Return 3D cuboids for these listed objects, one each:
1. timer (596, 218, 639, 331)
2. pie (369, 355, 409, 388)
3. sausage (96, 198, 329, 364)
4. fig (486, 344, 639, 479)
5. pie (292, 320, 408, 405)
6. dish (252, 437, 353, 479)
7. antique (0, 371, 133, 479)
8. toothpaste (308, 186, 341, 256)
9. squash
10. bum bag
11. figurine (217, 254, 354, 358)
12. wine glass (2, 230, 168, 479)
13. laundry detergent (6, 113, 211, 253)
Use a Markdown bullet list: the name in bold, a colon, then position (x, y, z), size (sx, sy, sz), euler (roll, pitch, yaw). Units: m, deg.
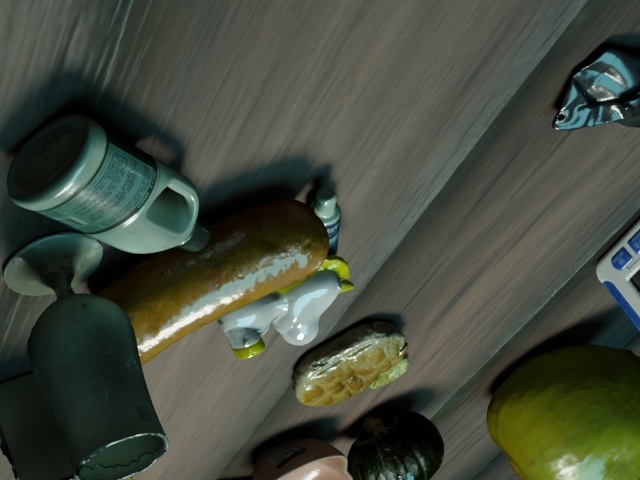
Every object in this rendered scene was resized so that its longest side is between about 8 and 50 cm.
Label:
- **timer**: position (0.589, 0.033, 1.514), size (0.078, 0.178, 0.253), euler (-10, 147, -39)
- **pie**: position (0.113, 0.223, 1.562), size (0.084, 0.021, 0.084), euler (-23, 148, -16)
- **sausage**: position (-0.119, 0.038, 0.990), size (0.270, 0.109, 0.109), euler (-27, 151, -1)
- **fig**: position (0.522, 0.360, 1.853), size (0.343, 0.343, 0.343), euler (-21, 150, -13)
- **pie**: position (0.047, 0.197, 1.437), size (0.195, 0.046, 0.195), euler (-20, 148, -13)
- **dish**: position (-0.051, 0.429, 1.653), size (0.213, 0.090, 0.213), euler (-21, 137, -21)
- **antique**: position (-0.300, 0.244, 1.103), size (0.148, 0.152, 0.147), euler (-19, 150, -21)
- **toothpaste**: position (0.000, 0.000, 1.097), size (0.062, 0.037, 0.216), euler (-17, 154, -14)
- **squash**: position (0.141, 0.403, 1.724), size (0.193, 0.156, 0.193), euler (-8, 175, -1)
- **bum bag**: position (0.401, -0.179, 1.136), size (0.248, 0.060, 0.123), euler (-8, 146, -32)
- **figurine**: position (-0.042, 0.072, 1.092), size (0.178, 0.109, 0.130), euler (-1, 123, -20)
- **wine glass**: position (-0.223, 0.110, 0.875), size (0.103, 0.231, 0.103), euler (-21, 149, -13)
- **laundry detergent**: position (-0.175, -0.036, 0.851), size (0.099, 0.070, 0.225), euler (-42, 148, 10)
